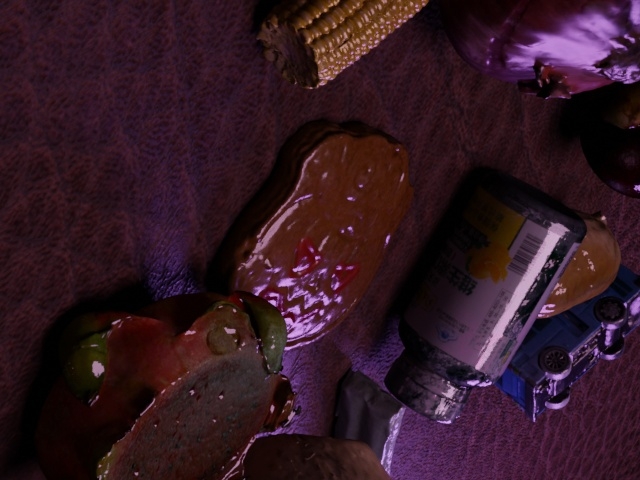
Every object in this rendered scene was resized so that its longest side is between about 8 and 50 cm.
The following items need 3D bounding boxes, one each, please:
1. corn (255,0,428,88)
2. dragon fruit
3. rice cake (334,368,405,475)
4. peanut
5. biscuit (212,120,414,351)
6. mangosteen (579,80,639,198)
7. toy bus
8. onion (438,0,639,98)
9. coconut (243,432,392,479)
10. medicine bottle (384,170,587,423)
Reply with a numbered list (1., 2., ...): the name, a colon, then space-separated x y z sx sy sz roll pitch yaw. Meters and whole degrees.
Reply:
1. corn: 0.053 -0.233 1.400 0.244 0.093 0.093 -46 152 -15
2. dragon fruit: -0.152 0.163 1.474 0.295 0.130 0.268 -41 150 -25
3. rice cake: 0.052 0.257 1.959 0.040 0.085 0.226 -36 149 -36
4. peanut: 0.302 0.028 2.055 0.224 0.129 0.129 -28 142 -41
5. biscuit: 0.001 0.001 1.632 0.257 0.049 0.273 -58 154 6
6. mangosteen: 0.398 -0.161 1.956 0.194 0.194 0.230 -48 125 -13
7. toy bus: 0.338 0.122 2.206 0.234 0.133 0.116 -39 150 -17
8. onion: 0.277 -0.292 1.549 0.348 0.285 0.347 -11 162 -4
9. coconut: -0.056 0.372 1.625 0.353 0.353 0.352 -38 149 -29
10. medicine bottle: 0.188 0.072 1.902 0.141 0.141 0.293 8 114 -60
